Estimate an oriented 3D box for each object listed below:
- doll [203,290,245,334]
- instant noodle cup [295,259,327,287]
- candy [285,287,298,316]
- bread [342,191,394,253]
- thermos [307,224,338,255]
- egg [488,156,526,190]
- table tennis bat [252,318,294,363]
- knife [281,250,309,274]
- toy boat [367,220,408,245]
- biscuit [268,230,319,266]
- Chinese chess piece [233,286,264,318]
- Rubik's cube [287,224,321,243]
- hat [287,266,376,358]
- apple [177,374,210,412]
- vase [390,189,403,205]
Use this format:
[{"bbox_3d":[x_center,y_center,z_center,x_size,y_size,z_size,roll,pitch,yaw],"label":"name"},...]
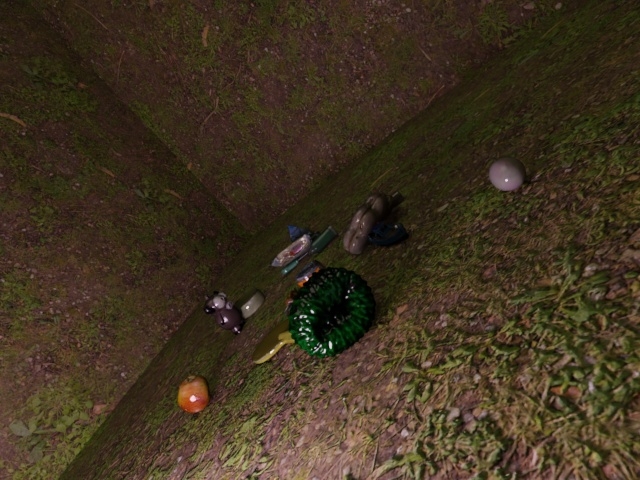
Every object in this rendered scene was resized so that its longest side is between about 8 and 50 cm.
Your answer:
[{"bbox_3d":[-0.494,0.365,2.184,0.117,0.257,0.182,-31,16,14],"label":"doll"},{"bbox_3d":[-0.022,0.164,1.785,0.178,0.125,0.208,-29,19,44],"label":"instant noodle cup"},{"bbox_3d":[-0.124,0.267,1.913,0.047,0.053,0.182,-27,21,25],"label":"candy"},{"bbox_3d":[0.214,-0.099,1.849,0.337,0.102,0.183,-50,-19,-27],"label":"bread"},{"bbox_3d":[0.004,0.003,2.293,0.187,0.083,0.073,-46,36,-8],"label":"thermos"},{"bbox_3d":[0.576,-0.205,1.322,0.103,0.103,0.135,-38,16,17],"label":"egg"},{"bbox_3d":[-0.150,0.379,1.656,0.369,0.054,0.224,-30,17,53],"label":"table tennis bat"},{"bbox_3d":[-0.114,0.104,2.432,0.260,0.034,0.063,-38,0,-13],"label":"knife"},{"bbox_3d":[0.260,-0.037,1.687,0.100,0.097,0.223,-51,15,-20],"label":"toy boat"},{"bbox_3d":[-0.141,0.056,2.409,0.309,0.079,0.186,-36,-9,17],"label":"biscuit"},{"bbox_3d":[-0.391,0.345,2.341,0.188,0.083,0.188,-36,15,11],"label":"Chinese chess piece"},{"bbox_3d":[-0.144,-0.011,2.547,0.211,0.178,0.190,-31,21,42],"label":"Rubik's cube"},{"bbox_3d":[0.011,0.221,1.348,0.274,0.242,0.332,-33,-2,-15],"label":"hat"},{"bbox_3d":[-0.510,0.616,1.716,0.146,0.146,0.146,-39,14,12],"label":"apple"},{"bbox_3d":[0.338,-0.184,2.014,0.101,0.053,0.053,-43,13,16],"label":"vase"}]
